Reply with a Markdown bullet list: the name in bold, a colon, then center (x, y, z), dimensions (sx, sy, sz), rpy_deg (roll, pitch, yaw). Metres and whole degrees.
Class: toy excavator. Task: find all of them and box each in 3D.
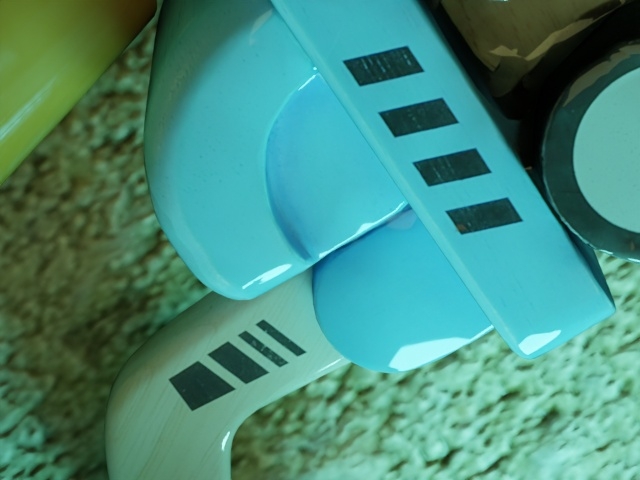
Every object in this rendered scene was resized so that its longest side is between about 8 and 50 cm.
- **toy excavator**: center (0.000, 0.000, 0.819), dimensions (0.445, 0.222, 0.433), rpy_deg (-29, 115, 13)

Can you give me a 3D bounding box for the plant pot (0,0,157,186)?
- **plant pot**: center (-0.187, -0.104, 0.767), dimensions (0.188, 0.205, 0.205), rpy_deg (-38, 107, -11)
